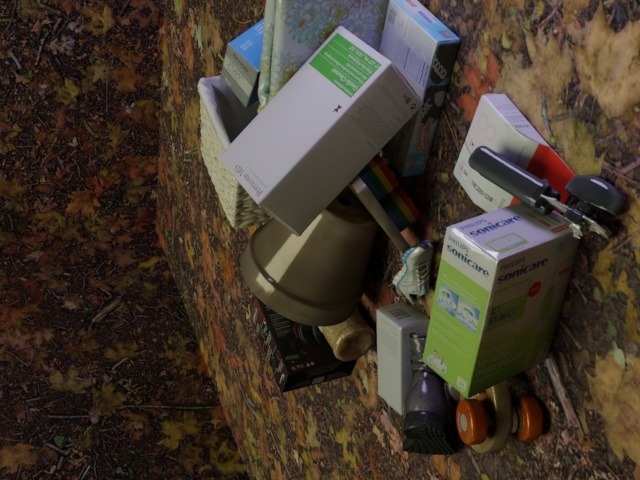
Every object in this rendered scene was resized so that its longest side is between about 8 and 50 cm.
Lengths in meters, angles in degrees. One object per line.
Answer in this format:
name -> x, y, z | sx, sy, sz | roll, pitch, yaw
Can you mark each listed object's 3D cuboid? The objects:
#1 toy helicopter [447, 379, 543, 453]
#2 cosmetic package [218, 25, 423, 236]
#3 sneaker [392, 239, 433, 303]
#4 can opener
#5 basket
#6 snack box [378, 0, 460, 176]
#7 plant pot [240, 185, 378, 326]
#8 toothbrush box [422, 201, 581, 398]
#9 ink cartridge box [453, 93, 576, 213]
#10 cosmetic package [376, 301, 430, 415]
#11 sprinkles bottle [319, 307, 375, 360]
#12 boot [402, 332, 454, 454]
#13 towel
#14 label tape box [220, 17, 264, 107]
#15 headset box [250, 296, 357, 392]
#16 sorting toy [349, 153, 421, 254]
toy helicopter -> 0.305, 0.237, 1.591 | 0.235, 0.140, 0.355 | 124, 143, -71
cosmetic package -> -0.001, -0.215, 1.605 | 0.197, 0.365, 0.155 | 46, -176, 42
sneaker -> 0.218, 0.072, 1.767 | 0.083, 0.071, 0.190 | 59, 159, 27
can opener -> 0.363, -0.085, 1.307 | 0.280, 0.074, 0.093 | 35, 94, 41
basket -> -0.122, -0.245, 2.095 | 0.266, 0.328, 0.331 | 102, 148, -50
snack box -> 0.181, -0.315, 1.677 | 0.187, 0.060, 0.322 | 57, 148, 40
plant pot -> 0.000, 0.000, 1.983 | 0.280, 0.323, 0.323 | -61, 42, 34
toothbrush box -> 0.302, 0.096, 1.362 | 0.122, 0.206, 0.283 | 38, 134, 43
ink cartridge box -> 0.332, -0.116, 1.420 | 0.189, 0.066, 0.232 | 104, 151, -45
cosmetic package -> 0.193, 0.274, 1.882 | 0.117, 0.085, 0.231 | -143, 45, -59
sprinkles bottle -> 0.020, 0.165, 2.191 | 0.355, 0.121, 0.121 | -125, 33, -44
boot -> 0.240, 0.340, 1.769 | 0.338, 0.118, 0.222 | 82, -169, -64
towel -> 0.023, -0.425, 1.670 | 0.090, 0.320, 0.374 | 45, 141, 38
label tape box -> -0.089, -0.458, 1.841 | 0.115, 0.249, 0.348 | 51, 167, 0
headset box -> -0.055, 0.258, 2.283 | 0.110, 0.218, 0.293 | 109, 144, -48
sorting toy -> 0.109, -0.133, 1.763 | 0.255, 0.089, 0.257 | 49, -176, -48
